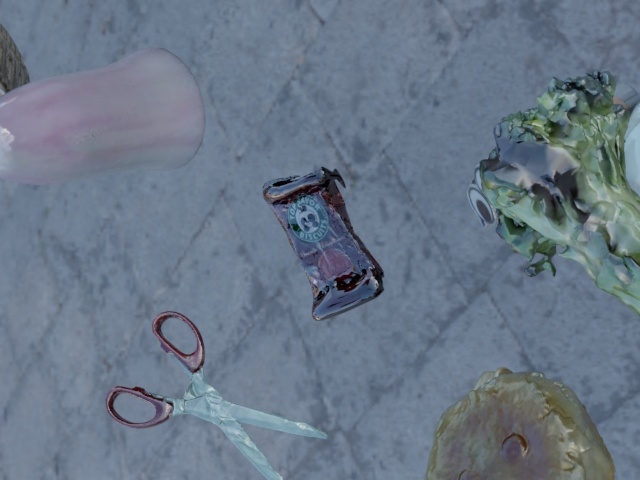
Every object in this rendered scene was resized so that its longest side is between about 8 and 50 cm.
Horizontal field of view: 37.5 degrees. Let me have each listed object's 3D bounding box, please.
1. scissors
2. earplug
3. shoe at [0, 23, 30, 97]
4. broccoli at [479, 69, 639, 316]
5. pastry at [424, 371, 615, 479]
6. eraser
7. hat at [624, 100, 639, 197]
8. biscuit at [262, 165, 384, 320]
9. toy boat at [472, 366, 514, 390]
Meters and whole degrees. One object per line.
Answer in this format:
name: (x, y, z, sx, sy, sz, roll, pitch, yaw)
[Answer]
scissors: (-0.116, 0.194, 1.078, 0.248, 0.017, 0.144, 29, 81, 13)
earplug: (-0.309, -0.147, 1.195, 0.172, 0.301, 0.172, 12, 111, 33)
shoe: (-0.542, -0.270, 1.248, 0.172, 0.198, 0.351, -107, -5, -52)
broccoli: (0.258, 0.009, 0.755, 0.145, 0.165, 0.304, -37, 73, 0)
pastry: (0.295, 0.349, 1.405, 0.330, 0.136, 0.329, -29, 48, 37)
eraser: (0.386, -0.142, 1.549, 0.087, 0.291, 0.171, 56, 166, 18)
hat: (0.576, -0.084, 1.365, 0.301, 0.168, 0.257, 33, 136, 60)
biscuit: (0.005, -0.001, 1.460, 0.151, 0.063, 0.235, -21, 98, 35)
toy boat: (0.334, 0.303, 1.610, 0.116, 0.188, 0.061, -59, 22, -17)
